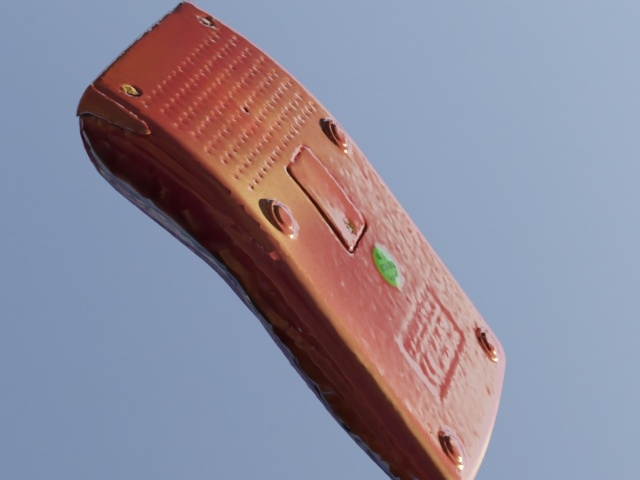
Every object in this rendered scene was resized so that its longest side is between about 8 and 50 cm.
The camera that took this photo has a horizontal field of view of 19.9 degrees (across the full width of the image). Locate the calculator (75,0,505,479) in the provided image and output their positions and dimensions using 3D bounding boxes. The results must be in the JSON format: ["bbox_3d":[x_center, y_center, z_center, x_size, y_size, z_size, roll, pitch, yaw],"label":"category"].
[{"bbox_3d":[0.000,0.000,0.642,0.190,0.034,0.126,48,-156,-9],"label":"calculator"}]
